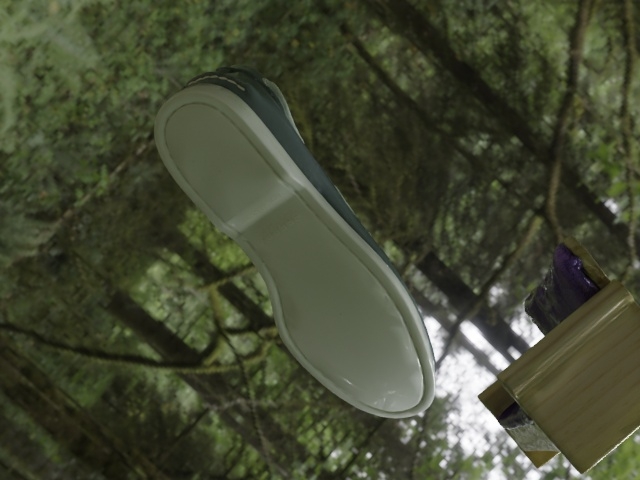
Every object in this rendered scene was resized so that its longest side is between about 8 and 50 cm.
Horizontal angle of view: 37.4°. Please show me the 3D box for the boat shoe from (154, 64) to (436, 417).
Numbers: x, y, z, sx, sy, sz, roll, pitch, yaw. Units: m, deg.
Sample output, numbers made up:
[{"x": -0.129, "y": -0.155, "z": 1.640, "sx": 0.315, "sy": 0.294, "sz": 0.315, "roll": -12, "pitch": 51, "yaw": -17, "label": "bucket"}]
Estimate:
[{"x": 0.000, "y": 0.000, "z": 0.742, "sx": 0.116, "sy": 0.319, "sz": 0.099, "roll": -26, "pitch": -161, "yaw": 31, "label": "boat shoe"}]

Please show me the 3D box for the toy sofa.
[{"x": 0.253, "y": 0.138, "z": 1.028, "sx": 0.150, "sy": 0.177, "sz": 0.362, "roll": -39, "pitch": 167, "yaw": -3, "label": "toy sofa"}]
